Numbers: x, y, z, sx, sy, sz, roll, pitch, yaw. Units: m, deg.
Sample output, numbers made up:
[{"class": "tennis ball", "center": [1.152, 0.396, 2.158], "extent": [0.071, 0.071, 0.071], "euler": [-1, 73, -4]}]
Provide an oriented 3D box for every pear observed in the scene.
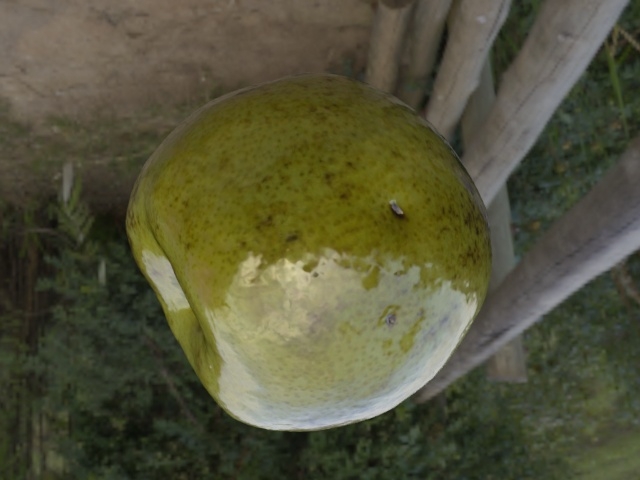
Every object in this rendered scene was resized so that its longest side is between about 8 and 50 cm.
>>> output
[{"class": "pear", "center": [0.000, 0.000, 0.535], "extent": [0.197, 0.197, 0.197], "euler": [-5, 164, -2]}]
